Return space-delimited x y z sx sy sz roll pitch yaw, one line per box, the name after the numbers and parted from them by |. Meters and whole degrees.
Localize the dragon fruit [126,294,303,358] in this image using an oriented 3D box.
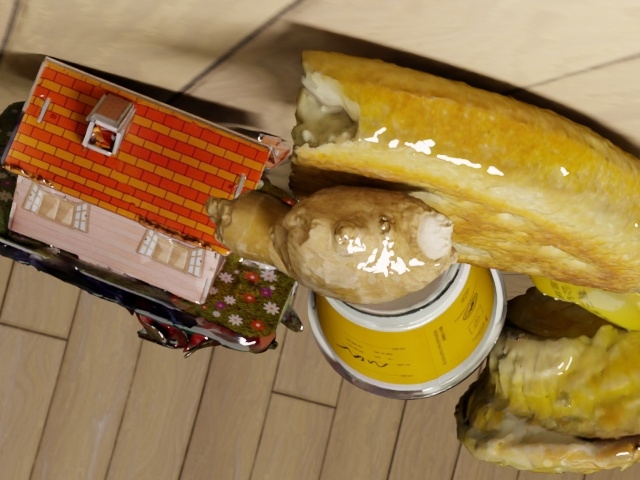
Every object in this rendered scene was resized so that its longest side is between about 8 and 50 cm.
-0.132 0.023 1.816 0.274 0.193 0.192 26 -165 -4 | dragon fruit

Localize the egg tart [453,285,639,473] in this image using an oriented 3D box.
0.289 0.119 1.651 0.345 0.132 0.345 -12 -167 3 | egg tart

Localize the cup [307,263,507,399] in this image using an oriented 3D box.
0.073 0.038 1.529 0.196 0.196 0.279 13 167 11 | cup

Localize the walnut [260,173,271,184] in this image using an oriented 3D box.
-0.092 -0.039 1.663 0.096 0.079 0.082 16 177 -19 | walnut

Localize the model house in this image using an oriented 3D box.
-0.135 -0.067 1.321 0.294 0.154 0.207 22 -141 1 | model house

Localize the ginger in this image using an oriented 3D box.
-0.003 -0.001 0.948 0.165 0.067 0.096 8 177 28 | ginger

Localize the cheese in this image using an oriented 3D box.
0.235 0.025 1.511 0.177 0.069 0.270 22 -178 -32 | cheese

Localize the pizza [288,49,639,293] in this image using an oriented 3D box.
0.116 -0.038 1.003 0.268 0.087 0.258 13 171 3 | pizza
